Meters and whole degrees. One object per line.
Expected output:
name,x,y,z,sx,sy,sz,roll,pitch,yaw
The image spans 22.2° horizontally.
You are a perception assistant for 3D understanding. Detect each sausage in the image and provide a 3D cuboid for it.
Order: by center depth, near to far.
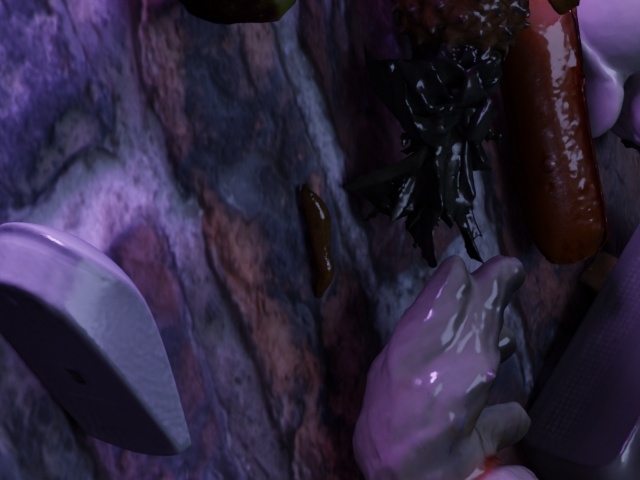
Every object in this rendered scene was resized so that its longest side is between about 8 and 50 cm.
sausage,0.251,-0.131,1.804,0.102,0.102,0.330,-34,120,-46

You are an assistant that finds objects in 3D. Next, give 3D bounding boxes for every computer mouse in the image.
computer mouse,-0.173,0.073,1.240,0.079,0.128,0.231,-51,132,-29

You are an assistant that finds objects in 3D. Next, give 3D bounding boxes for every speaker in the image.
speaker,0.410,0.148,1.930,0.184,0.183,0.406,47,67,-38

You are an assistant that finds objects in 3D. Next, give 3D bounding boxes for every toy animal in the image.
toy animal,0.157,0.186,1.573,0.266,0.188,0.308,24,108,-34
toy animal,0.369,-0.218,1.872,0.289,0.249,0.174,31,24,-12

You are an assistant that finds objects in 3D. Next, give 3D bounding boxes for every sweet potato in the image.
sweet potato,0.000,0.000,1.542,0.026,0.026,0.115,-29,115,-48

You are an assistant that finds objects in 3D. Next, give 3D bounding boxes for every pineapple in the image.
pineapple,0.118,-0.154,1.583,0.165,0.165,0.364,13,85,-52

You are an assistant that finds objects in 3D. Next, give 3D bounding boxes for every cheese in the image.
cheese,0.355,0.062,1.999,0.060,0.041,0.084,-48,132,-33

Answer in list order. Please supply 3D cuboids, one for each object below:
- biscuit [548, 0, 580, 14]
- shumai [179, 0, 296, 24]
biscuit,0.140,-0.330,1.405,0.301,0.049,0.197,51,11,-21
shumai,-0.057,-0.317,1.327,0.263,0.304,0.309,-34,151,-10
